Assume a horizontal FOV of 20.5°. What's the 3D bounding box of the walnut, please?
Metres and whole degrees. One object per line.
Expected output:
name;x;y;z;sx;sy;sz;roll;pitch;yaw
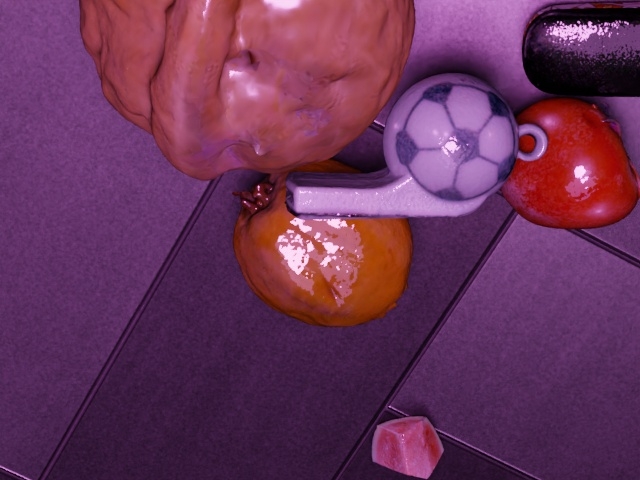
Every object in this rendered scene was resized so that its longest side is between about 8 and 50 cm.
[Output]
walnut;-0.083;-0.253;1.831;0.383;0.383;0.383;1;117;2

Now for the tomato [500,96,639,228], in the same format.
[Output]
tomato;0.279;-0.082;2.012;0.167;0.167;0.167;1;117;2

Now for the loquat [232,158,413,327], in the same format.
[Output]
loquat;0.000;0.000;2.053;0.234;0.176;0.187;31;80;-9

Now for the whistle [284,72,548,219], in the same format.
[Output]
whistle;0.107;-0.106;1.923;0.289;0.163;0.163;0;117;-8

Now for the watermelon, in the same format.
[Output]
watermelon;0.104;0.266;2.243;0.092;0.072;0.084;-24;96;18

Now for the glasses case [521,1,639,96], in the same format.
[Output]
glasses case;0.361;-0.215;1.991;0.266;0.067;0.103;1;116;2
